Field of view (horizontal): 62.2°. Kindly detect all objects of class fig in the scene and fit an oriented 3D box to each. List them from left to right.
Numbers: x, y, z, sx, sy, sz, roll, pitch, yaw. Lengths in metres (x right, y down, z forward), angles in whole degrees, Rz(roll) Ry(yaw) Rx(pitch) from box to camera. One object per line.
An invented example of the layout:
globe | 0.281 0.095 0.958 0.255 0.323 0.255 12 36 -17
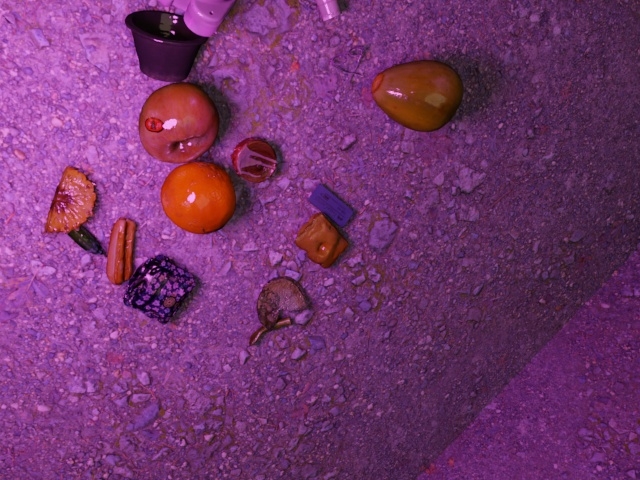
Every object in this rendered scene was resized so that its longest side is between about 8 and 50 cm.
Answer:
fig | 0.345 -0.533 1.928 0.326 0.258 0.258 10 108 -9

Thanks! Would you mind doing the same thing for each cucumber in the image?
cucumber | -0.786 -0.024 1.718 0.056 0.056 0.250 -39 119 -6

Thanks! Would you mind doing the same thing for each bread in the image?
bread | -0.233 -0.284 1.857 0.160 0.073 0.161 -11 119 -20
bread | 0.000 0.000 2.084 0.160 0.088 0.233 -42 125 2

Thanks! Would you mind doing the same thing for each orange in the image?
orange | -0.399 -0.138 1.740 0.246 0.246 0.246 -10 115 -21

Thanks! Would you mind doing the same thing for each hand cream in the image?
hand cream | -0.017 -0.880 1.720 0.111 0.070 0.313 -26 112 -12

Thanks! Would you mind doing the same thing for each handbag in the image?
handbag | -0.564 0.168 1.853 0.229 0.127 0.207 -48 136 3

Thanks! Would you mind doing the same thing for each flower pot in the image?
flower pot | -0.457 -0.563 1.567 0.235 0.235 0.148 -1 130 -25

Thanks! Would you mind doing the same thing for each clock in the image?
clock | -0.369 -0.778 1.495 0.322 0.113 0.296 34 64 -21

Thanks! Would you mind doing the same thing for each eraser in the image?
eraser | 0.043 -0.133 2.073 0.225 0.036 0.082 37 91 -32

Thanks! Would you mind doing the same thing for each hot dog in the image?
hot dog | -0.678 0.042 1.782 0.076 0.102 0.249 14 107 13

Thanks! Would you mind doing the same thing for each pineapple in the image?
pineapple | -0.759 -0.106 1.649 0.135 0.079 0.233 26 77 -40

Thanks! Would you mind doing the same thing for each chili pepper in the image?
chili pepper | -0.209 0.362 2.158 0.201 0.052 0.050 -26 94 -13

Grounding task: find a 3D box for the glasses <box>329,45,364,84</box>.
glasses | 0.104 -0.622 1.899 0.139 0.062 0.104 -31 143 -10

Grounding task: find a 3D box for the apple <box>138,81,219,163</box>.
apple | -0.437 -0.361 1.640 0.260 0.194 0.261 -15 157 -6

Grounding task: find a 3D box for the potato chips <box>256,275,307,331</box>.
potato chips | -0.163 0.252 2.121 0.220 0.029 0.202 -46 111 -14
